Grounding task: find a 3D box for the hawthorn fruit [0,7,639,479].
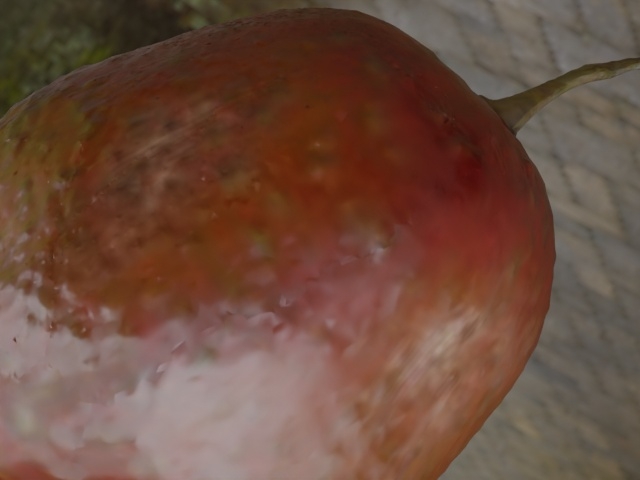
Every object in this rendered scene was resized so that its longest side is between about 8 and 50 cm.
[{"bbox_3d":[0.000,0.000,0.494,0.162,0.203,0.162,49,-173,-9],"label":"hawthorn fruit"}]
